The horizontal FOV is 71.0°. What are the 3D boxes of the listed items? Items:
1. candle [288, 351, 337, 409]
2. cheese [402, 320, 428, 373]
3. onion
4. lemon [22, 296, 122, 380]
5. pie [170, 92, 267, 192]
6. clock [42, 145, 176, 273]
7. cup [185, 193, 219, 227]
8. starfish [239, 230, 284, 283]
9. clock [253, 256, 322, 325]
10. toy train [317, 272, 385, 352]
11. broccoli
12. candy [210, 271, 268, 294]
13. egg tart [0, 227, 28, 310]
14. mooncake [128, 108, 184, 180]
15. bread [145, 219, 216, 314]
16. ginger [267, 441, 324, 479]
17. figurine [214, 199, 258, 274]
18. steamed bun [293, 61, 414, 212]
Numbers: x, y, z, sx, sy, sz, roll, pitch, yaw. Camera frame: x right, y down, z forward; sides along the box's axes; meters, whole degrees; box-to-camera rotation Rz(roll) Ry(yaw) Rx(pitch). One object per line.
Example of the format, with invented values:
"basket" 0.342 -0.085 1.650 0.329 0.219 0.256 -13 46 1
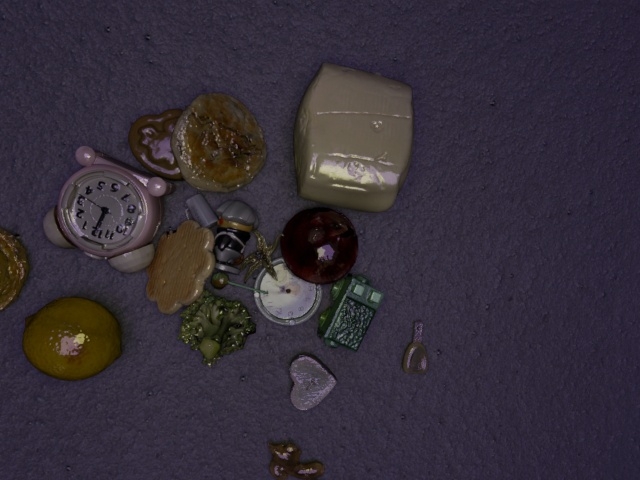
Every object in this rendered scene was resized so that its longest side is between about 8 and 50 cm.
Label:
"candle" -0.027 0.484 1.554 0.168 0.068 0.192 1 92 -5
"cheese" 0.348 0.388 1.627 0.097 0.037 0.192 4 89 -10
"onion" 0.000 0.000 1.470 0.272 0.195 0.272 1 70 -2
"lemon" -0.745 0.294 1.354 0.267 0.267 0.267 0 90 -9
"pie" -0.320 -0.313 1.442 0.339 0.077 0.339 0 90 -41
"clock" -0.655 -0.088 1.403 0.342 0.184 0.326 23 90 -1
"cup" -0.406 -0.084 1.499 0.104 0.074 0.116 -30 91 21
"starfish" -0.191 0.057 1.500 0.050 0.217 0.223 21 121 -43
"clock" -0.111 0.174 1.545 0.236 0.053 0.236 0 86 -7
"toy train" 0.097 0.242 1.512 0.159 0.188 0.271 28 84 -9
"broccoli" -0.327 0.281 1.415 0.247 0.243 0.263 -3 102 -7
"candy" -0.270 0.153 1.500 0.202 0.061 0.061 15 88 8
"egg tart" -1.058 0.094 1.366 0.294 0.123 0.294 0 92 -8
"mooncake" -0.490 -0.305 1.457 0.235 0.117 0.235 0 88 -11
"bread" -0.437 0.078 1.407 0.054 0.316 0.316 33 84 -51
"ginger" -0.085 0.767 1.552 0.214 0.059 0.133 8 93 -7
"figurine" -0.284 -0.011 1.468 0.133 0.176 0.236 13 81 10
"steamed bun" 0.094 -0.316 1.458 0.371 0.290 0.456 12 75 -3
